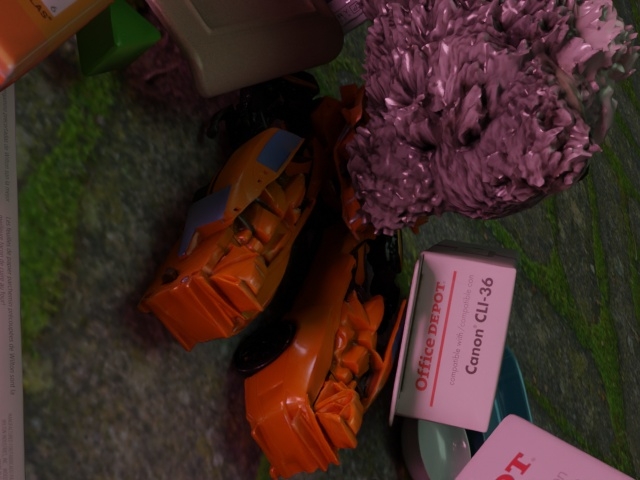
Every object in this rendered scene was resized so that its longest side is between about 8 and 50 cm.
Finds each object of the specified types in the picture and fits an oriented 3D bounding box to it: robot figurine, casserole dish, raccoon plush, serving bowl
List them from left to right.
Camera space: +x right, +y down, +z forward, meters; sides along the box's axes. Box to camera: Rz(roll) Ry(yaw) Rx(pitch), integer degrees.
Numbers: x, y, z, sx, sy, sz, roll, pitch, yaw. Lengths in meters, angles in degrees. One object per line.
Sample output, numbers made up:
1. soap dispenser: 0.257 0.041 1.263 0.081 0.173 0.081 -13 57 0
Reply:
1. robot figurine: 0.000 0.000 0.595 0.211 0.085 0.291 57 33 -23
2. raccoon plush: 0.025 -0.206 0.535 0.446 0.216 0.299 35 58 -11
3. serving bowl: 0.085 0.160 0.691 0.083 0.027 0.083 34 47 -45
4. casserole dish: 0.152 0.171 0.783 0.114 0.037 0.188 18 57 -53

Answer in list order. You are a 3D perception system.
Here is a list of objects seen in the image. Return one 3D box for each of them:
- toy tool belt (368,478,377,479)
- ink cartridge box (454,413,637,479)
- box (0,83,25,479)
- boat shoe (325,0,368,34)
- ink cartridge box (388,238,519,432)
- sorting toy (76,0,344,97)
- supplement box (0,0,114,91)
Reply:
1. toy tool belt: 0.051 0.194 0.595 0.083 0.052 0.051 40 50 -41
2. ink cartridge box: 0.169 0.263 0.454 0.198 0.270 0.197 -47 127 -15
3. box: -0.163 0.004 0.354 0.067 0.063 0.323 19 57 -55
4. boat shoe: 0.055 -0.293 0.837 0.094 0.109 0.302 55 36 -20
5. ink cartridge box: 0.101 0.064 0.644 0.198 0.067 0.115 -15 114 -75
6. sorting toy: -0.082 -0.189 0.594 0.196 0.047 0.348 59 35 -1
7. supplement box: -0.114 -0.129 0.374 0.080 0.078 0.233 55 32 -20
